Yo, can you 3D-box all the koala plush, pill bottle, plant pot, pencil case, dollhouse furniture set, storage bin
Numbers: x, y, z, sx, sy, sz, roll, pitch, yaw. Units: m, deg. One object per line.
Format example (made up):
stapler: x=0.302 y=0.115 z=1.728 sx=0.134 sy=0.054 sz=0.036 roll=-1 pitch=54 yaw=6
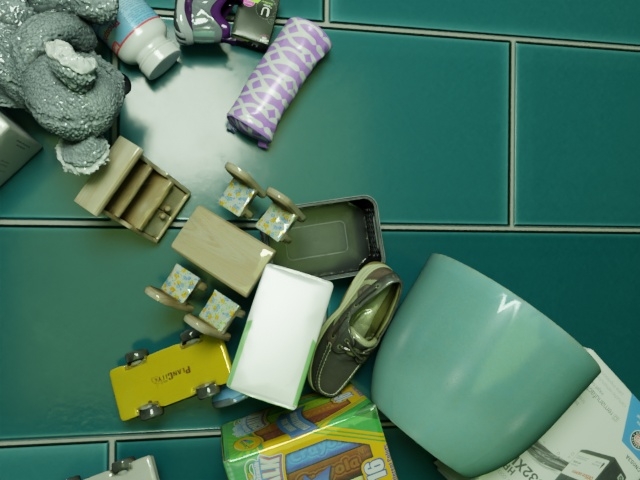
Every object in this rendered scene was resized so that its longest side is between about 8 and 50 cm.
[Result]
koala plush: x=-0.326 y=-0.200 z=0.776 sx=0.203 sy=0.196 sz=0.221 roll=-16 pitch=50 yaw=-31
pill bottle: x=-0.288 y=-0.322 z=0.913 sx=0.087 sy=0.087 sz=0.160 roll=-44 pitch=97 yaw=-8
plant pot: x=0.215 y=0.200 z=0.911 sx=0.293 sy=0.293 sz=0.235 roll=37 pitch=86 yaw=-9
pencil case: x=-0.062 y=-0.246 z=0.960 sx=0.088 sy=0.086 sz=0.206 roll=35 pitch=85 yaw=-43
dollhouse furniture set: x=-0.182 y=-0.018 z=0.846 sx=0.242 sy=0.161 sz=0.212 roll=30 pitch=84 yaw=20
storage bin: x=0.000 y=0.000 z=0.971 sx=0.180 sy=0.084 sz=0.122 roll=-9 pitch=92 yaw=-10

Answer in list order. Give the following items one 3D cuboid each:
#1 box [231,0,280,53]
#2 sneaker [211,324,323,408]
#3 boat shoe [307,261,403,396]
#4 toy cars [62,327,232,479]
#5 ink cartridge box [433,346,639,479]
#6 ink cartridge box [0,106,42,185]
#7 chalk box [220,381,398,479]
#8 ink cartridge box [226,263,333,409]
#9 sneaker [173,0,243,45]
box: x=-0.103 y=-0.348 z=0.966 sx=0.062 sy=0.052 sz=0.083 roll=15 pitch=88 yaw=-10
sneaker: x=-0.086 y=0.186 z=0.966 sx=0.209 sy=0.069 sz=0.082 roll=-29 pitch=88 yaw=-11
boat shoe: x=0.052 y=0.138 z=0.917 sx=0.080 sy=0.073 sz=0.223 roll=28 pitch=92 yaw=-21
toy cars: x=-0.260 y=0.293 z=0.919 sx=0.177 sy=0.087 sz=0.393 roll=28 pitch=87 yaw=17
ink cartridge box: x=0.383 y=0.353 z=1.021 sx=0.307 sy=0.129 sz=0.223 roll=-45 pitch=99 yaw=-8
ink cartridge box: x=-0.541 y=-0.117 z=0.823 sx=0.171 sy=0.168 sz=0.232 roll=45 pitch=82 yaw=-7
chalk box: x=-0.048 y=0.351 z=0.914 sx=0.289 sy=0.180 sz=0.179 roll=-16 pitch=93 yaw=-12
ink cartridge box: x=-0.054 y=0.136 z=0.834 sx=0.093 sy=0.219 sz=0.160 roll=17 pitch=76 yaw=0
sneaker: x=-0.163 y=-0.398 z=0.932 sx=0.098 sy=0.083 sz=0.223 roll=4 pitch=83 yaw=-7
